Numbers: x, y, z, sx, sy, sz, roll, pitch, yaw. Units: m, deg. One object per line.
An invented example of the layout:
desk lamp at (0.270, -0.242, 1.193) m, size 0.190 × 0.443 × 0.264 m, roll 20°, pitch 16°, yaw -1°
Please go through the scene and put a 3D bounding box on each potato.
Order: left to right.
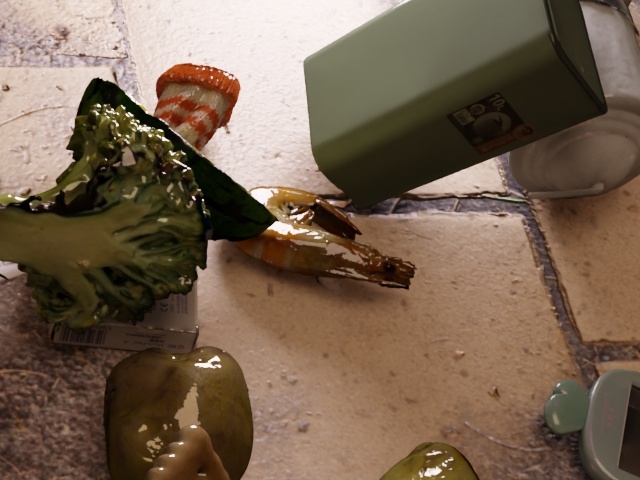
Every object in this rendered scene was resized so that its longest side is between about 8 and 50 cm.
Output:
potato at (-0.151, 0.200, 1.721) m, size 0.154 × 0.137 × 0.200 m, roll -13°, pitch 50°, yaw 12°
potato at (0.100, 0.275, 1.749) m, size 0.120 × 0.081 × 0.149 m, roll -8°, pitch 42°, yaw -31°

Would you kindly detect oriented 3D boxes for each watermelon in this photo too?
watermelon at (-0.187, -0.097, 1.918) m, size 0.301 × 0.123 × 0.129 m, roll 36°, pitch 24°, yaw 14°

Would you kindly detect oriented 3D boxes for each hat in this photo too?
hat at (-0.173, -0.139, 2.028) m, size 0.112 × 0.094 × 0.162 m, roll 8°, pitch 50°, yaw 23°

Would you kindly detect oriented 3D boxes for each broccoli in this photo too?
broccoli at (-0.263, -0.037, 1.771) m, size 0.272 × 0.243 × 0.180 m, roll 6°, pitch 30°, yaw -20°

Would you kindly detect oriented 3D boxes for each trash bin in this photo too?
trash bin at (0.162, -0.200, 2.024) m, size 0.158 × 0.343 × 0.223 m, roll 41°, pitch 32°, yaw -42°

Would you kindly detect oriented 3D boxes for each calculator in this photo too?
calculator at (0.403, 0.246, 1.923) m, size 0.298 × 0.041 × 0.186 m, roll 21°, pitch 48°, yaw -3°

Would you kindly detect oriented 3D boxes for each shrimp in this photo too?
shrimp at (0.000, 0.000, 1.985) m, size 0.248 × 0.068 × 0.150 m, roll 26°, pitch 43°, yaw 11°

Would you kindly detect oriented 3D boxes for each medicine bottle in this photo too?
medicine bottle at (-0.228, 0.033, 1.887) m, size 0.171 × 0.052 × 0.201 m, roll 5°, pitch 50°, yaw -14°

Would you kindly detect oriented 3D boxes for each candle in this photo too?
candle at (0.336, -0.186, 2.150) m, size 0.221 × 0.221 × 0.343 m, roll 2°, pitch 54°, yaw -17°

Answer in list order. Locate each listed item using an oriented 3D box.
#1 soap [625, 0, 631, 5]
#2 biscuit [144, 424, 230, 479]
soap at (0.367, -0.392, 2.353) m, size 0.199 × 0.182 × 0.138 m, roll -24°, pitch 64°, yaw -33°
biscuit at (-0.159, 0.352, 1.541) m, size 0.044 × 0.217 × 0.325 m, roll 2°, pitch 34°, yaw 30°
